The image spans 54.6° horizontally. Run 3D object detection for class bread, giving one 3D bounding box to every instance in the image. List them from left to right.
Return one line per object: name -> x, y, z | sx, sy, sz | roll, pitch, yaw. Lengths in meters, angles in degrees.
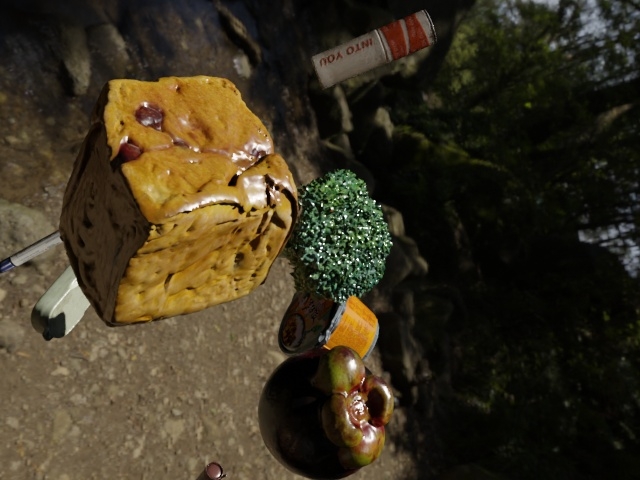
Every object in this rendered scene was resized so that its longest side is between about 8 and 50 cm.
bread -> -0.114, -0.028, 0.487 | 0.143, 0.158, 0.149 | -11, 51, -41

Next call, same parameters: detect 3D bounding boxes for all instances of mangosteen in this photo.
mangosteen -> 0.010, 0.255, 0.918 | 0.210, 0.210, 0.209 | 39, 46, -55

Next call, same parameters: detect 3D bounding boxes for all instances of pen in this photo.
pen -> -0.522, 0.018, 1.130 | 0.025, 0.204, 0.025 | 62, 4, -8

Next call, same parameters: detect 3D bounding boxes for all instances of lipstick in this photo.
lipstick -> 0.056, -0.204, 0.667 | 0.038, 0.131, 0.038 | -21, 90, -84

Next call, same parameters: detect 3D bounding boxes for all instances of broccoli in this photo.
broccoli -> 0.000, 0.000, 0.914 | 0.220, 0.194, 0.194 | 45, 39, -33

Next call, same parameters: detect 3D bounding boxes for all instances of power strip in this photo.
power strip -> -0.415, 0.064, 1.114 | 0.080, 0.048, 0.286 | 83, 25, -43

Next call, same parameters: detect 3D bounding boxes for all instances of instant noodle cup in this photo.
instant noodle cup -> 0.026, 0.159, 1.138 | 0.125, 0.177, 0.208 | 37, 28, -23

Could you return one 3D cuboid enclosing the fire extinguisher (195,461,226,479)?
fire extinguisher -> -0.237, 0.495, 1.270 | 0.056, 0.132, 0.039 | 20, 42, -16
